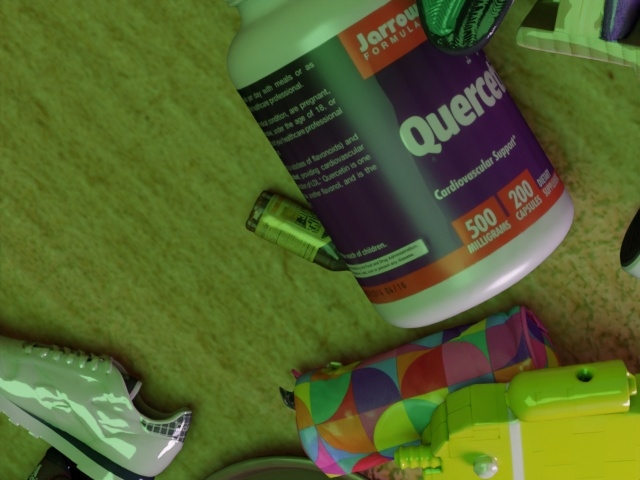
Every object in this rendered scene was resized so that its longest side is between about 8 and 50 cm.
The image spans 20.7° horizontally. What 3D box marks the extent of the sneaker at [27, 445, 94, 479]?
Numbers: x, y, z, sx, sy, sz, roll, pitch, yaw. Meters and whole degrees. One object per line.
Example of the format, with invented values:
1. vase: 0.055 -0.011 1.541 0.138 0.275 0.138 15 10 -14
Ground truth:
1. sneaker: -0.301 0.254 1.640 0.281 0.106 0.162 16 107 -3

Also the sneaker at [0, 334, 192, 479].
1. sneaker: -0.230 0.132 1.590 0.235 0.090 0.095 33 100 -3

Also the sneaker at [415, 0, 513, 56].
1. sneaker: 0.126 -0.241 1.318 0.083 0.098 0.223 7 85 18

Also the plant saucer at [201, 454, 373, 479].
1. plant saucer: -0.015 0.318 1.615 0.278 0.041 0.278 4 110 12

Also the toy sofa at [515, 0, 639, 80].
1. toy sofa: 0.264 -0.305 1.274 0.177 0.150 0.362 13 111 11

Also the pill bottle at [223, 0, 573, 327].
1. pill bottle: 0.049 -0.104 1.378 0.181 0.181 0.323 -29 100 21

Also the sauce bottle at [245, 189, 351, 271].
1. sauce bottle: 0.000 0.000 1.503 0.128 0.042 0.042 25 112 2

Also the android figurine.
1. android figurine: 0.198 0.183 1.445 0.273 0.056 0.248 -4 137 3

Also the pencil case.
1. pencil case: 0.087 0.126 1.494 0.236 0.104 0.104 -17 104 18

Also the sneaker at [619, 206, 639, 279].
1. sneaker: 0.360 -0.068 1.368 0.123 0.106 0.290 28 121 -7
